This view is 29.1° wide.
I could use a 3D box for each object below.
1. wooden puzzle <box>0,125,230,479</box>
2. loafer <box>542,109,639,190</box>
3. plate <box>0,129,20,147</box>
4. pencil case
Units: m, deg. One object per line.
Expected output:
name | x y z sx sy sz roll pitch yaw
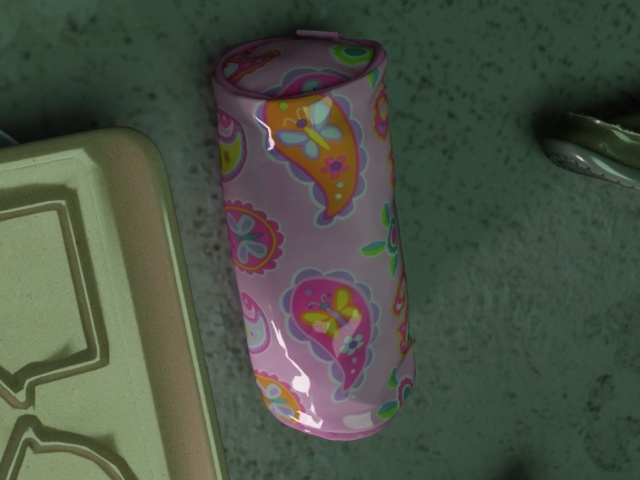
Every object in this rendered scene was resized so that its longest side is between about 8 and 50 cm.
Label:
wooden puzzle | -0.244 0.115 0.764 0.348 0.080 0.322 -13 100 -12
loafer | 0.282 -0.083 0.957 0.251 0.094 0.087 2 102 -29
plate | -0.262 0.000 0.797 0.188 0.024 0.188 -9 117 -18
pencil case | 0.000 0.000 0.857 0.124 0.124 0.284 -17 121 -15
